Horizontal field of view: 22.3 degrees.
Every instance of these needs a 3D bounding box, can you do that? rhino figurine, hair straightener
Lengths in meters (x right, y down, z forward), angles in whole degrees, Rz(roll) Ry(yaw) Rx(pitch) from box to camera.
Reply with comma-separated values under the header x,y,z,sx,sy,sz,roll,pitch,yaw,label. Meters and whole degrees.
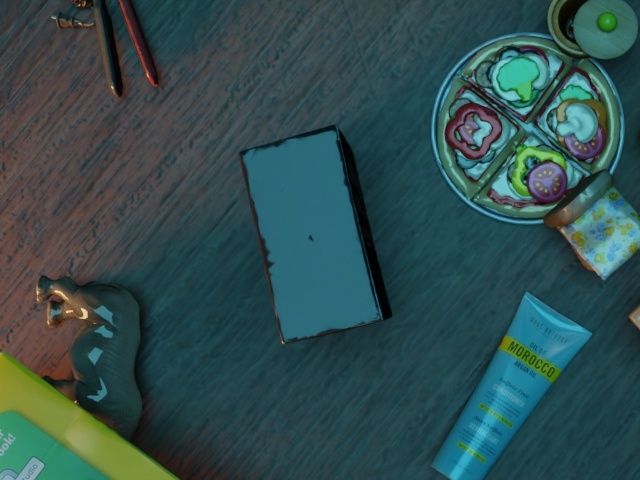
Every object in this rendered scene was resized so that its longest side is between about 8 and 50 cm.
x,y,z,sx,sy,sz,roll,pitch,yaw,label
-0.237,0.157,1.690,0.106,0.073,0.243,-1,89,7,rhino figurine
-0.247,-0.258,1.717,0.089,0.047,0.230,-20,86,3,hair straightener

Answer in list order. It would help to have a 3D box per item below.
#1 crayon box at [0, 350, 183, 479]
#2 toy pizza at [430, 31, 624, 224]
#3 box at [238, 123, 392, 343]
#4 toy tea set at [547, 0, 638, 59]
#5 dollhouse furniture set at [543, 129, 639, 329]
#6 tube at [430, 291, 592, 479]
x,y,z,sx,sy,sz,roll,pitch,yaw,label
-0.289,0.346,1.561,0.313,0.106,0.363,34,75,7,crayon box
0.215,-0.117,1.686,0.201,0.032,0.201,0,88,4,toy pizza
0.000,0.000,1.583,0.103,0.261,0.184,-16,86,3,box
0.279,-0.351,1.635,0.200,0.124,0.336,-15,83,3,toy tea set
0.482,-0.017,1.542,0.394,0.256,0.362,-42,89,0,dollhouse furniture set
0.191,0.161,1.674,0.080,0.052,0.207,33,85,-2,tube
